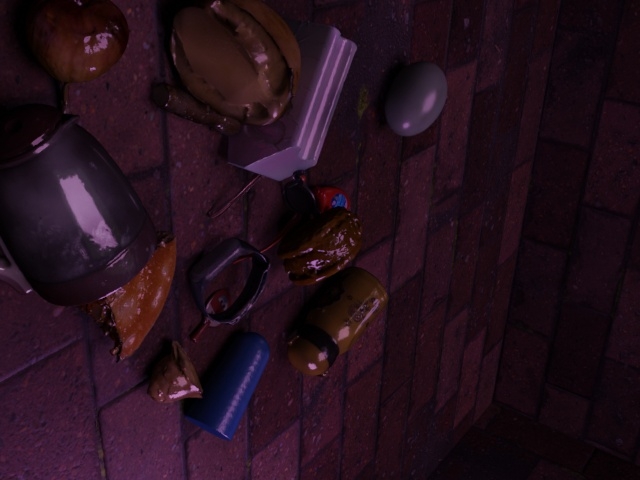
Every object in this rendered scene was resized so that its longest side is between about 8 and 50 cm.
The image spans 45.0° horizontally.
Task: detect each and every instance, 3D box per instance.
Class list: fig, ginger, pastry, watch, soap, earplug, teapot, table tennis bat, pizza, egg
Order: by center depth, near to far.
[{"bbox_3d":[-0.475,-0.059,1.279,0.315,0.233,0.312,-29,128,-12],"label":"teapot"},{"bbox_3d":[-0.413,-0.300,1.281,0.160,0.143,0.230,9,109,-28],"label":"fig"},{"bbox_3d":[-0.401,0.102,1.578,0.229,0.081,0.289,24,86,-65],"label":"pizza"},{"bbox_3d":[-0.077,-0.310,1.731,0.115,0.208,0.347,15,95,-57],"label":"soap"},{"bbox_3d":[-0.339,0.337,1.819,0.122,0.115,0.193,-37,148,-11],"label":"ginger"},{"bbox_3d":[-0.212,0.096,1.850,0.206,0.068,0.193,-44,135,-15],"label":"watch"},{"bbox_3d":[-0.269,0.188,1.902,0.154,0.019,0.098,-53,145,-31],"label":"table tennis bat"},{"bbox_3d":[-0.221,0.358,1.975,0.273,0.132,0.132,-61,148,-21],"label":"earplug"},{"bbox_3d":[0.000,0.000,2.019,0.132,0.240,0.235,57,31,-20],"label":"pastry"},{"bbox_3d":[0.279,-0.415,2.268,0.168,0.168,0.231,24,92,-59],"label":"egg"}]

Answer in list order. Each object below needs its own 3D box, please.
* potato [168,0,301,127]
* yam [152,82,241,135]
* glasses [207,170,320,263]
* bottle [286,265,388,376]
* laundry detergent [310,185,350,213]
[{"bbox_3d":[-0.150,-0.383,1.571,0.242,0.285,0.242,-55,-174,8],"label":"potato"},{"bbox_3d":[-0.256,-0.271,1.616,0.253,0.061,0.061,13,96,-60],"label":"yam"},{"bbox_3d":[-0.125,-0.072,1.882,0.268,0.118,0.234,-51,146,-28],"label":"glasses"},{"bbox_3d":[0.040,0.246,2.272,0.351,0.171,0.171,-47,142,-33],"label":"bottle"},{"bbox_3d":[0.019,-0.109,2.156,0.165,0.049,0.097,27,88,-56],"label":"laundry detergent"}]
